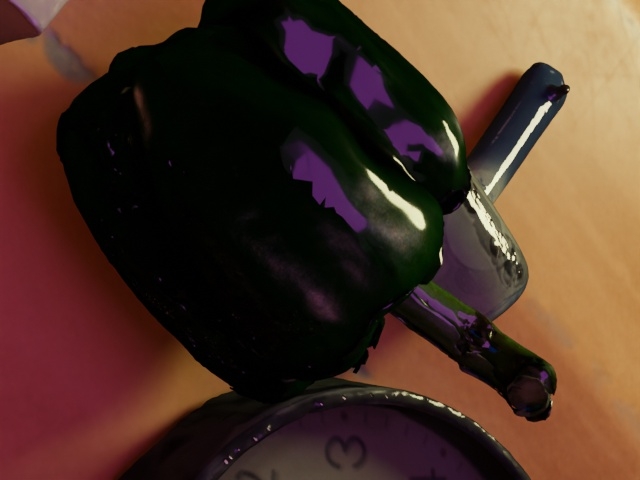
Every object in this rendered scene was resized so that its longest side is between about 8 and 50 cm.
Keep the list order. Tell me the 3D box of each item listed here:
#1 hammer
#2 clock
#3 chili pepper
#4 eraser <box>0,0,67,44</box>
[{"bbox_3d":[0.094,-0.043,1.044,0.116,0.069,0.194,55,49,-20],"label":"hammer"},{"bbox_3d":[0.008,0.232,0.945,0.325,0.067,0.325,3,84,-38],"label":"clock"},{"bbox_3d":[0.000,0.000,0.889,0.261,0.165,0.174,49,26,-16],"label":"chili pepper"},{"bbox_3d":[-0.129,-0.209,0.875,0.124,0.068,0.210,47,61,-28],"label":"eraser"}]
